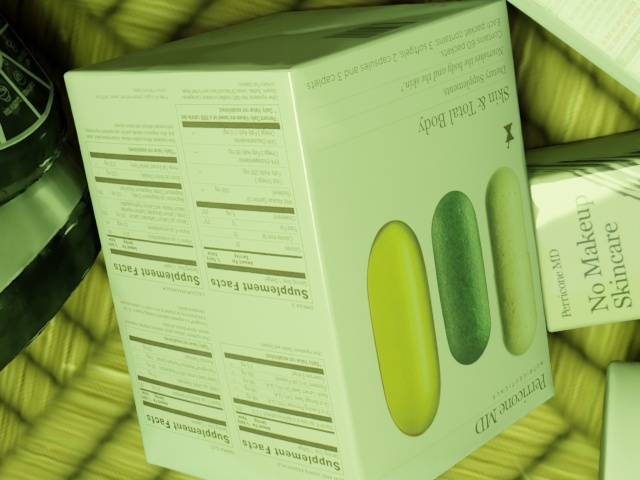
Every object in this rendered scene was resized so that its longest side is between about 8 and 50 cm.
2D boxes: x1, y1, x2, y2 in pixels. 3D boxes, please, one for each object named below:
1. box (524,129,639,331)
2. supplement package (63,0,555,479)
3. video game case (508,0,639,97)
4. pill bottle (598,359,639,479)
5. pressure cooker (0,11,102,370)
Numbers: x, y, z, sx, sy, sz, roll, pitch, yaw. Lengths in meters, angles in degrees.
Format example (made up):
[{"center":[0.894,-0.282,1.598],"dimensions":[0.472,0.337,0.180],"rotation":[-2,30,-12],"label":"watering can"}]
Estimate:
[{"center":[0.273,-0.023,0.864],"dimensions":[0.275,0.094,0.113],"rotation":[-12,104,15],"label":"box"},{"center":[0.000,0.000,0.838],"dimensions":[0.198,0.199,0.263],"rotation":[6,112,43],"label":"supplement package"},{"center":[0.294,-0.197,0.727],"dimensions":[0.300,0.036,0.329],"rotation":[37,110,5],"label":"video game case"},{"center":[0.381,0.173,0.832],"dimensions":[0.407,0.229,0.229],"rotation":[3,108,11],"label":"pill bottle"},{"center":[-0.386,-0.063,0.816],"dimensions":[0.420,0.375,0.370],"rotation":[54,155,-17],"label":"pressure cooker"}]
